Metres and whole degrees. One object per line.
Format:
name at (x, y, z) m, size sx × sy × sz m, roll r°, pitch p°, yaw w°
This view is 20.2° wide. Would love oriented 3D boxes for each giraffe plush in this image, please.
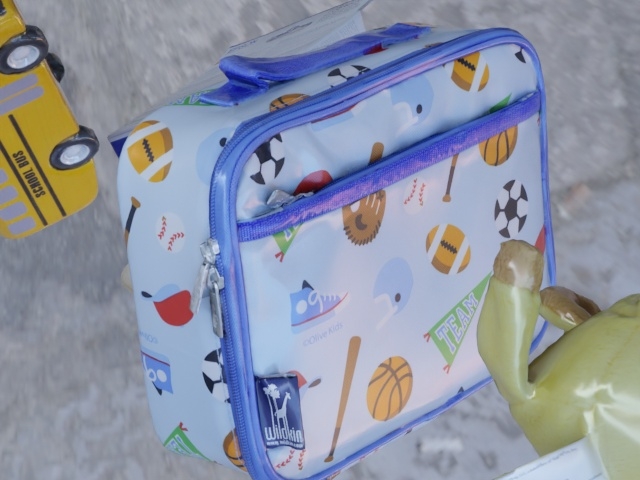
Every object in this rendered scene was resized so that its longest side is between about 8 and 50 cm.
giraffe plush at (0.146, 0.064, 0.637) m, size 0.210 × 0.170 × 0.181 m, roll -10°, pitch 88°, yaw 9°

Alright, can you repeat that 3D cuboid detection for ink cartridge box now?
ink cartridge box at (-0.064, -0.155, 1.753) m, size 0.223 × 0.224 × 0.045 m, roll -15°, pitch 109°, yaw 42°

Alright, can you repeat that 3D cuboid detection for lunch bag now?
lunch bag at (0.017, -0.003, 1.058) m, size 0.303 × 0.115 × 0.243 m, roll -25°, pitch 120°, yaw -43°

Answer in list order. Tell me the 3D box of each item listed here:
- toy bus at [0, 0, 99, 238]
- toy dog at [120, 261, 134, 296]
toy bus at (-0.291, -0.131, 1.614) m, size 0.130 × 0.333 × 0.108 m, roll -26°, pitch 64°, yaw -4°
toy dog at (0.000, 0.000, 1.282) m, size 0.220 × 0.334 × 0.161 m, roll 39°, pitch 117°, yaw -13°
